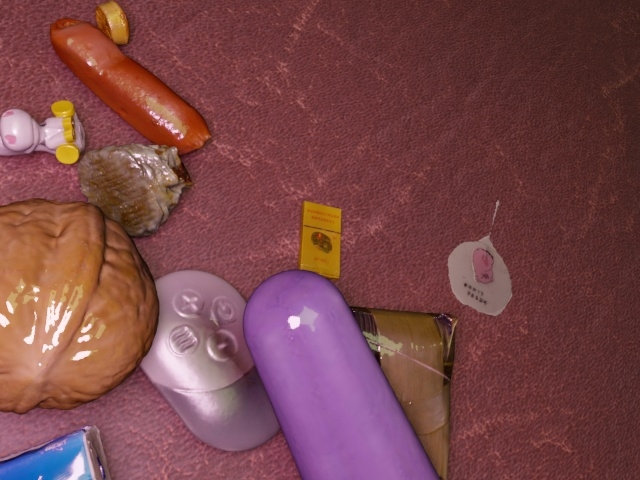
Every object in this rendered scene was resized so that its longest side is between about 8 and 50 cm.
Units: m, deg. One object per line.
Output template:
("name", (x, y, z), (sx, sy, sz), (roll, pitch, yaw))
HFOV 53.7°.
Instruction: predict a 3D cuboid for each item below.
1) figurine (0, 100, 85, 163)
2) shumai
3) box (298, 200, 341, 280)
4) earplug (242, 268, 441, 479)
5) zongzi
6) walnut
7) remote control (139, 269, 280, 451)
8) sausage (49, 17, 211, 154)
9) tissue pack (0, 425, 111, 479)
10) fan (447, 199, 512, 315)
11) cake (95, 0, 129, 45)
("figurine", (-0.489, -0.173, 1.065), (0.178, 0.129, 0.109), (-11, 95, -32))
("shumai", (-0.323, -0.117, 1.122), (0.184, 0.184, 0.142), (39, 35, -7))
("box", (0.000, 0.000, 1.291), (0.087, 0.023, 0.155), (13, 65, -24))
("earplug", (0.021, 0.261, 1.018), (0.215, 0.215, 0.456), (-30, 100, -32))
("zongzi", (0.112, 0.284, 1.164), (0.289, 0.154, 0.318), (6, 73, -15))
("walnut", (-0.382, 0.091, 0.889), (0.332, 0.333, 0.333), (10, 66, -22))
("remote control", (-0.179, 0.198, 1.075), (0.221, 0.103, 0.332), (-37, 90, -37))
("sausage", (-0.361, -0.285, 1.191), (0.348, 0.094, 0.097), (39, 45, -5))
("tissue pack", (-0.411, 0.386, 0.832), (0.269, 0.137, 0.209), (-16, 76, -11))
("fan", (0.388, 0.025, 1.475), (0.182, 0.010, 0.310), (27, 61, -13))
("cake", (-0.404, -0.422, 1.231), (0.044, 0.084, 0.084), (-26, 82, -30))
